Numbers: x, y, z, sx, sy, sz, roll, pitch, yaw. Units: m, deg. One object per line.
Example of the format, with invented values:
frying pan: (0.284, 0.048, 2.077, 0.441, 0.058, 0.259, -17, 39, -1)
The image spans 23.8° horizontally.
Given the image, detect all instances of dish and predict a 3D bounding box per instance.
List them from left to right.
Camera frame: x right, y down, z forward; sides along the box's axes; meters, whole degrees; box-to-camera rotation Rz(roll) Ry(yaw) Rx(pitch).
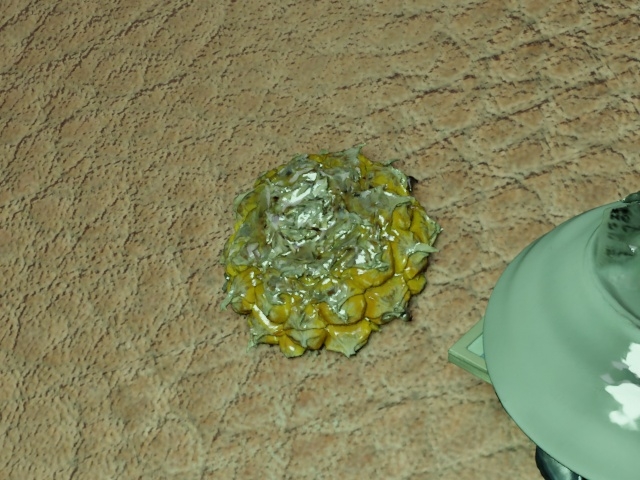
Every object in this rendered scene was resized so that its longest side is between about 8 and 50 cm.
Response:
dish: (0.279, 0.052, 1.134, 0.317, 0.106, 0.316, 1, 44, -1)

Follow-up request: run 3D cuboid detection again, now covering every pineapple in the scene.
pineapple: (0.000, 0.000, 1.334, 0.225, 0.076, 0.224, -8, 62, 15)

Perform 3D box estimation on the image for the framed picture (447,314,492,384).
framed picture: (0.220, 0.068, 1.209, 0.150, 0.015, 0.203, 29, 49, 31)

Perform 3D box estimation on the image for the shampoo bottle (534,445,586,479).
shampoo bottle: (0.316, 0.238, 1.107, 0.359, 0.078, 0.134, 33, 77, 28)
